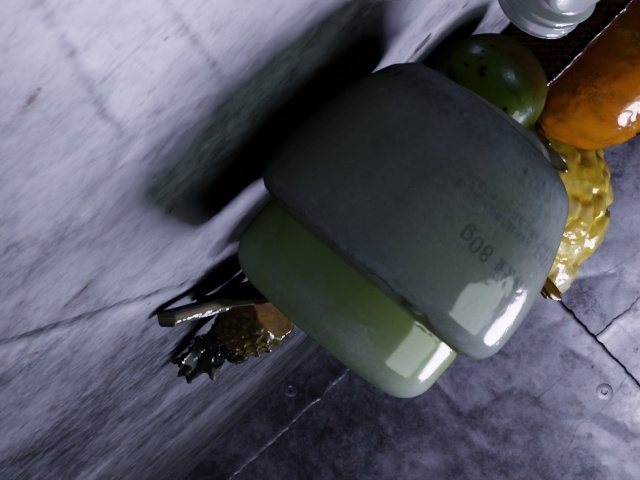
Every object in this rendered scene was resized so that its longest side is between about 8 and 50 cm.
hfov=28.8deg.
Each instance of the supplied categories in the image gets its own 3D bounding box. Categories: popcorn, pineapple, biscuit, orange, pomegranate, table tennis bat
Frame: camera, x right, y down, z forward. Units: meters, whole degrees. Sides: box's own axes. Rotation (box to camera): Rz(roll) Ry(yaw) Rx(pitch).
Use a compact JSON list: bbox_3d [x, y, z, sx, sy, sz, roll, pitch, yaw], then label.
[{"bbox_3d":[0.391,-0.083,2.418,0.390,0.344,0.354,-54,157,-5],"label":"popcorn"},{"bbox_3d":[-0.141,0.147,1.898,0.251,0.125,0.125,-37,179,44],"label":"pineapple"},{"bbox_3d":[0.389,-0.350,1.836,0.388,0.107,0.073,-46,172,20],"label":"biscuit"},{"bbox_3d":[0.452,-0.286,2.003,0.284,0.226,0.284,-56,-171,13],"label":"orange"},{"bbox_3d":[0.232,-0.161,1.641,0.181,0.224,0.181,-44,-179,1],"label":"pomegranate"},{"bbox_3d":[-0.112,0.079,1.682,0.154,0.021,0.274,-3,-173,39],"label":"table tennis bat"}]

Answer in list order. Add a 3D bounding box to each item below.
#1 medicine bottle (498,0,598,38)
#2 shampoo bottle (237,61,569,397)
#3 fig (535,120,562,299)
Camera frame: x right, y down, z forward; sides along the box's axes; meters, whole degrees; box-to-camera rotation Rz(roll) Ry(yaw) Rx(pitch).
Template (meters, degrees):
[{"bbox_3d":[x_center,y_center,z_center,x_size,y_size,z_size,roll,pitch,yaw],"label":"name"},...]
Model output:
[{"bbox_3d":[0.309,-0.356,1.354,0.179,0.124,0.324,-38,169,-32],"label":"medicine bottle"},{"bbox_3d":[0.094,-0.017,1.344,0.317,0.322,0.322,-49,172,3],"label":"shampoo bottle"},{"bbox_3d":[0.295,-0.045,2.020,0.286,0.368,0.286,-39,-159,18],"label":"fig"}]
